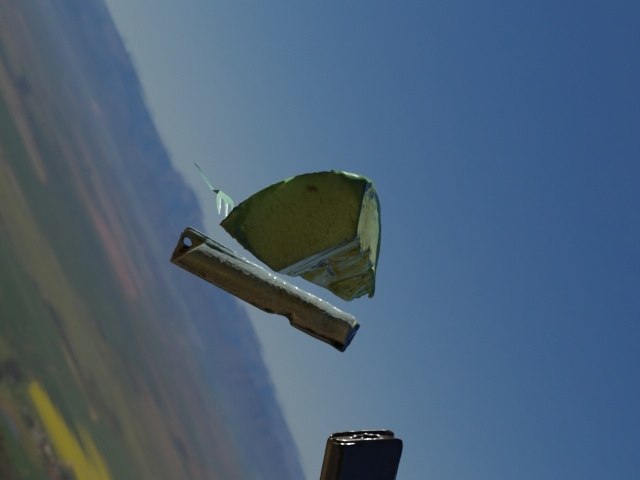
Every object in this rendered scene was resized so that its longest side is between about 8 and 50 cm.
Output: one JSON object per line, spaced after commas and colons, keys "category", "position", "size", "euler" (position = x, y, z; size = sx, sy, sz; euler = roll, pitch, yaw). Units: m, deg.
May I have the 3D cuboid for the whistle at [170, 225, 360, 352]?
{"category": "whistle", "position": [-0.089, 0.077, 2.296], "size": [0.326, 0.068, 0.057], "euler": [28, 10, 10]}

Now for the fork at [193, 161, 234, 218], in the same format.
{"category": "fork", "position": [-0.170, -0.088, 2.274], "size": [0.039, 0.021, 0.235], "euler": [41, 8, -29]}

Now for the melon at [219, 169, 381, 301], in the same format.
{"category": "melon", "position": [0.000, 0.000, 1.926], "size": [0.323, 0.196, 0.124], "euler": [47, 28, -72]}

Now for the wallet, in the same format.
{"category": "wallet", "position": [0.041, 0.340, 1.855], "size": [0.031, 0.110, 0.198], "euler": [34, -62, 56]}
